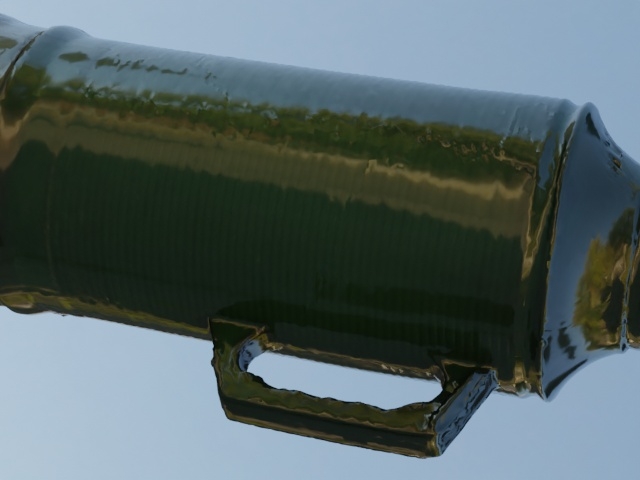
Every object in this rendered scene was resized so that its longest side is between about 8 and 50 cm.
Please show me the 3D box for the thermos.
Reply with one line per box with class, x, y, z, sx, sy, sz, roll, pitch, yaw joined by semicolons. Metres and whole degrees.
thermos;0.001;-0.005;0.406;0.188;0.083;0.073;9;-66;16
